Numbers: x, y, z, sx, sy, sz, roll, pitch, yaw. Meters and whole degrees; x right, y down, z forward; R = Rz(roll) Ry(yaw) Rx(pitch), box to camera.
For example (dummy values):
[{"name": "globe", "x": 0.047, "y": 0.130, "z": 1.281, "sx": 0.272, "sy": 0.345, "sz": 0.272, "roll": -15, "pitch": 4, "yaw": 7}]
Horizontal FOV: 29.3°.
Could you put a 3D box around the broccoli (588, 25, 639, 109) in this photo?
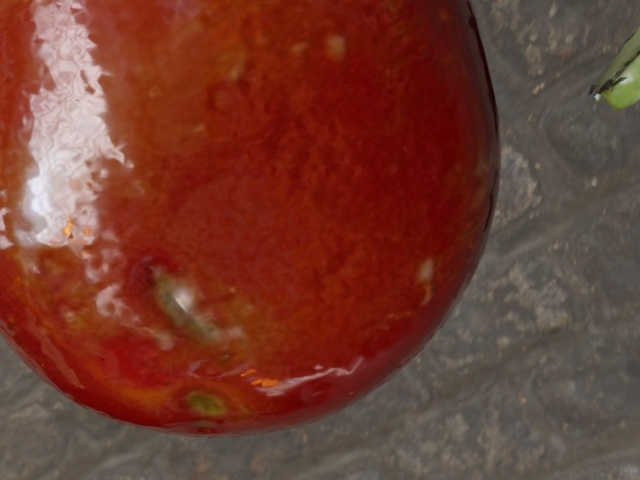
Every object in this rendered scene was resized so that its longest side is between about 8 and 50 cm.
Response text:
[{"name": "broccoli", "x": 0.412, "y": -0.189, "z": 1.182, "sx": 0.180, "sy": 0.242, "sz": 0.273, "roll": 33, "pitch": 124, "yaw": -5}]

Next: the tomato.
[{"name": "tomato", "x": -0.056, "y": -0.063, "z": 0.660, "sx": 0.290, "sy": 0.293, "sz": 0.325, "roll": -16, "pitch": 109, "yaw": -5}]
